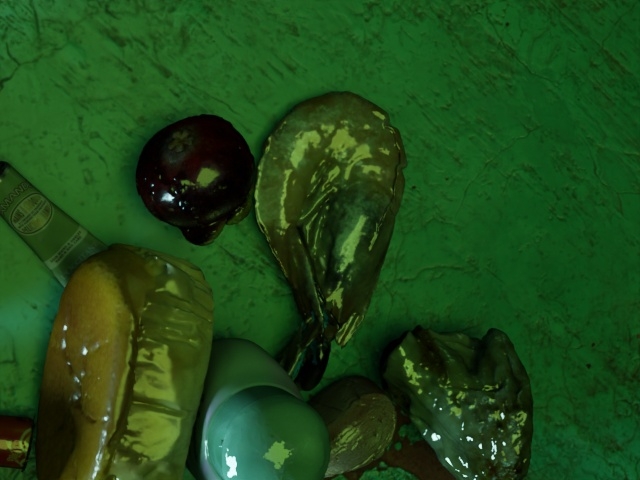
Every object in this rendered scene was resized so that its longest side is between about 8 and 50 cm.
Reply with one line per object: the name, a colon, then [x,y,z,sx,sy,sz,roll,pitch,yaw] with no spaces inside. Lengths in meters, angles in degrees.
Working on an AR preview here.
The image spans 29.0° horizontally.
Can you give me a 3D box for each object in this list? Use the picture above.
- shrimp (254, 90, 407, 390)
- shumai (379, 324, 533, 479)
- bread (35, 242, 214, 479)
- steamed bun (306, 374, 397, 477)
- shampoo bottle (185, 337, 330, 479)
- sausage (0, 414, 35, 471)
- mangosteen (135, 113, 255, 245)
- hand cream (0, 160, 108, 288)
shrimp: [0.000,0.000,1.805,0.221,0.110,0.445,10,88,-15]
shumai: [0.191,0.263,1.844,0.204,0.222,0.271,-4,65,-15]
bread: [-0.271,0.201,1.659,0.183,0.236,0.388,13,85,-25]
steamed bun: [0.032,0.283,1.815,0.175,0.145,0.106,-34,106,-9]
shampoo bottle: [-0.097,0.254,1.656,0.151,0.349,0.221,7,93,-21]
sausage: [-0.519,0.259,1.654,0.264,0.083,0.083,9,92,-19]
mangosteen: [-0.164,-0.080,1.714,0.166,0.166,0.180,-44,131,-11]
hand cream: [-0.378,-0.021,1.692,0.086,0.055,0.235,-45,115,-8]
